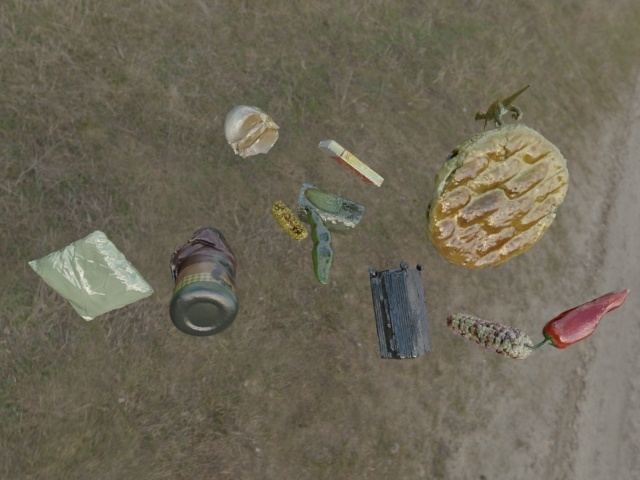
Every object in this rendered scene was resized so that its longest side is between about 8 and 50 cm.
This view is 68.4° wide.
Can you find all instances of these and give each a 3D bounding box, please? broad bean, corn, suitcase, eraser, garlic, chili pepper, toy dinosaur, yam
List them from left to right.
[{"bbox_3d":[-0.264,-0.406,1.684,0.143,0.178,0.229,52,12,20],"label":"garlic"},{"bbox_3d":[0.001,0.000,1.204,0.060,0.043,0.297,-1,42,-8],"label":"broad bean"},{"bbox_3d":[0.028,-0.111,1.800,0.254,0.154,0.154,21,50,-3],"label":"yam"},{"bbox_3d":[0.104,-0.273,1.659,0.230,0.157,0.038,34,92,-17],"label":"eraser"},{"bbox_3d":[0.301,0.256,1.721,0.229,0.152,0.335,9,72,-61],"label":"suitcase"},{"bbox_3d":[0.513,0.285,1.442,0.092,0.280,0.092,-8,105,-32],"label":"corn"},{"bbox_3d":[0.450,-0.339,1.173,0.039,0.162,0.126,-13,47,-22],"label":"toy dinosaur"},{"bbox_3d":[0.421,0.133,0.765,0.050,0.191,0.059,60,3,36],"label":"chili pepper"}]

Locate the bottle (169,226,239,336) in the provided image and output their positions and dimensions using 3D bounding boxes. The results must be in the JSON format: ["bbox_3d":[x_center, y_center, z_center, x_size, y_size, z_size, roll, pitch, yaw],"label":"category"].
[{"bbox_3d":[-0.247,0.064,0.998,0.143,0.156,0.271,14,30,-20],"label":"bottle"}]

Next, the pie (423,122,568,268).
[{"bbox_3d":[0.368,-0.083,0.994,0.339,0.339,0.083,14,28,-27],"label":"pie"}]

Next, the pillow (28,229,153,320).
[{"bbox_3d":[-0.717,0.123,1.480,0.076,0.280,0.274,-91,156,-55],"label":"pillow"}]

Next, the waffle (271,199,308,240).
[{"bbox_3d":[-0.134,-0.081,1.973,0.070,0.197,0.193,-41,81,-8],"label":"waffle"}]
